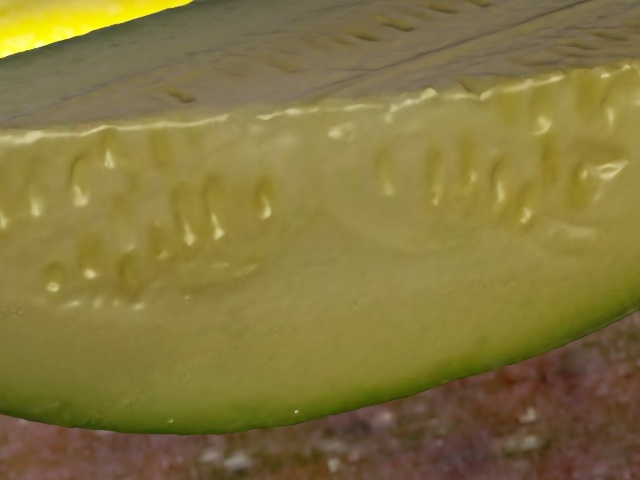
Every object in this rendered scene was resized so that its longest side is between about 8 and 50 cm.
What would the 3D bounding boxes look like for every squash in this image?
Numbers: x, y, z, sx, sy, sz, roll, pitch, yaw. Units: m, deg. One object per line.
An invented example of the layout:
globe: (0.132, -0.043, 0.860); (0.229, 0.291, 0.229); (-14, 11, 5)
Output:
squash: (0.000, 0.000, 0.519); (0.288, 0.111, 0.203); (-24, 33, -37)
